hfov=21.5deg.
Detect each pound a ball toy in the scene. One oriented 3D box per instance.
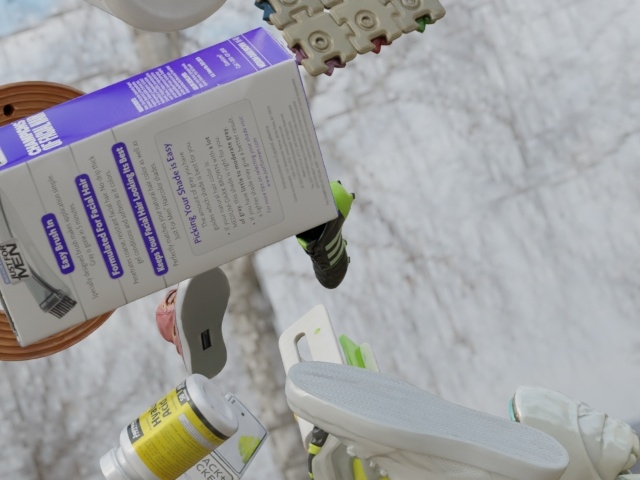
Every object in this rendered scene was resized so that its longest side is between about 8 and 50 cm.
[{"bbox_3d":[0.045,0.274,2.603,0.135,0.208,0.319,-41,30,14],"label":"pound a ball toy"}]

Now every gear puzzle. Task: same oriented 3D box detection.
[{"bbox_3d":[0.069,-0.340,2.317,0.339,0.175,0.044,-28,-16,-28],"label":"gear puzzle"}]

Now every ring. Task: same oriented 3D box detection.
[{"bbox_3d":[-0.350,-0.023,2.003,0.336,0.337,0.032,-13,18,-34],"label":"ring"}]

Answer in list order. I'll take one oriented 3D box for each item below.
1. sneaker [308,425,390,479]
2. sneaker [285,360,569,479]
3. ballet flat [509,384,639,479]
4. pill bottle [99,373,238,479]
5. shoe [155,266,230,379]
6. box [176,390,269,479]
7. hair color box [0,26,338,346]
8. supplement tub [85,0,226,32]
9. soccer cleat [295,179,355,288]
[{"bbox_3d":[0.077,0.280,1.901,0.147,0.145,0.385,9,-26,11],"label":"sneaker"},{"bbox_3d":[0.084,0.239,1.704,0.108,0.292,0.169,-66,-4,-64],"label":"sneaker"},{"bbox_3d":[0.409,0.328,2.341,0.139,0.400,0.139,-29,27,16],"label":"ballet flat"},{"bbox_3d":[-0.134,0.175,1.476,0.116,0.065,0.065,-39,-13,9],"label":"pill bottle"},{"bbox_3d":[-0.144,0.070,1.827,0.063,0.081,0.178,-27,-38,-24],"label":"shoe"},{"bbox_3d":[-0.216,0.354,2.368,0.290,0.087,0.169,-42,3,19],"label":"box"},{"bbox_3d":[-0.170,-0.054,1.628,0.338,0.185,0.110,-23,32,-12],"label":"hair color box"},{"bbox_3d":[-0.221,-0.352,1.882,0.191,0.191,0.272,-14,28,-31],"label":"supplement tub"},{"bbox_3d":[0.000,0.000,2.082,0.072,0.060,0.179,-33,-33,-30],"label":"soccer cleat"}]
